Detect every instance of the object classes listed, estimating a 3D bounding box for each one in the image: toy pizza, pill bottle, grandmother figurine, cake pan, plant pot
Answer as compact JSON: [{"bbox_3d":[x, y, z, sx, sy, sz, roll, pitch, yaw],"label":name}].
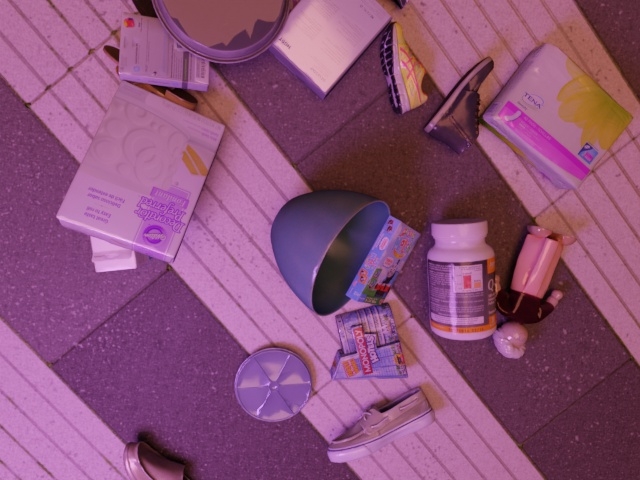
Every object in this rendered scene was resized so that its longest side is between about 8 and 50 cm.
[{"bbox_3d":[-0.121,0.373,1.210,0.201,0.032,0.201,-1,98,-5],"label":"toy pizza"},{"bbox_3d":[0.346,0.090,1.141,0.162,0.162,0.278,-5,98,-4],"label":"pill bottle"},{"bbox_3d":[0.527,0.137,1.195,0.208,0.104,0.342,17,93,2],"label":"grandmother figurine"},{"bbox_3d":[-0.202,-0.521,0.954,0.293,0.054,0.293,-3,107,-11],"label":"cake pan"},{"bbox_3d":[0.000,0.000,1.071,0.195,0.290,0.290,30,95,27],"label":"plant pot"}]

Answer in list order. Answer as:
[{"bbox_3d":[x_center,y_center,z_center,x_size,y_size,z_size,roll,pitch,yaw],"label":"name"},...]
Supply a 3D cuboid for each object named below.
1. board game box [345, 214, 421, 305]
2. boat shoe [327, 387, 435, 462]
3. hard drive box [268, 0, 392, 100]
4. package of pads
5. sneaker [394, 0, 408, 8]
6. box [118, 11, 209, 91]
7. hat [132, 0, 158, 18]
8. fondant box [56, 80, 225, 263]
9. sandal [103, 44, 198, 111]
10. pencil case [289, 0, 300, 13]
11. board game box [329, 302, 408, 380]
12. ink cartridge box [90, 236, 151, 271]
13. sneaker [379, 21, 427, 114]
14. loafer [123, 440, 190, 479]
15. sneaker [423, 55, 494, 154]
[{"bbox_3d":[0.157,0.055,1.130,0.039,0.160,0.211,30,95,30],"label":"board game box"},{"bbox_3d":[0.151,0.482,1.221,0.302,0.109,0.094,-21,83,-10],"label":"boat shoe"},{"bbox_3d":[0.018,-0.479,1.076,0.181,0.089,0.232,42,92,-8],"label":"hard drive box"},{"bbox_3d":[0.576,-0.301,1.136,0.296,0.101,0.229,36,94,-8],"label":"package of pads"},{"bbox_3d":[0.133,-0.609,1.087,0.077,0.072,0.178,-39,91,14],"label":"sneaker"},{"bbox_3d":[-0.340,-0.413,1.022,0.186,0.038,0.145,2,80,-19],"label":"box"},{"bbox_3d":[-0.278,-0.613,1.015,0.331,0.134,0.331,-1,98,-5],"label":"hat"},{"bbox_3d":[-0.377,-0.145,1.015,0.238,0.096,0.330,21,73,-16],"label":"fondant box"},{"bbox_3d":[-0.404,-0.347,1.068,0.240,0.088,0.079,32,116,-5],"label":"sandal"},{"bbox_3d":[-0.086,-0.569,1.057,0.088,0.086,0.206,37,88,28],"label":"pencil case"},{"bbox_3d":[0.108,0.281,1.200,0.194,0.060,0.194,-15,99,-3],"label":"board game box"},{"bbox_3d":[-0.462,0.016,1.079,0.092,0.143,0.090,-7,98,-4],"label":"ink cartridge box"},{"bbox_3d":[0.204,-0.414,1.111,0.094,0.081,0.208,-15,105,-9],"label":"sneaker"},{"bbox_3d":[-0.396,0.606,1.192,0.092,0.102,0.268,-33,108,-1],"label":"loafer"},{"bbox_3d":[0.364,-0.325,1.127,0.118,0.083,0.222,37,104,-5],"label":"sneaker"}]
